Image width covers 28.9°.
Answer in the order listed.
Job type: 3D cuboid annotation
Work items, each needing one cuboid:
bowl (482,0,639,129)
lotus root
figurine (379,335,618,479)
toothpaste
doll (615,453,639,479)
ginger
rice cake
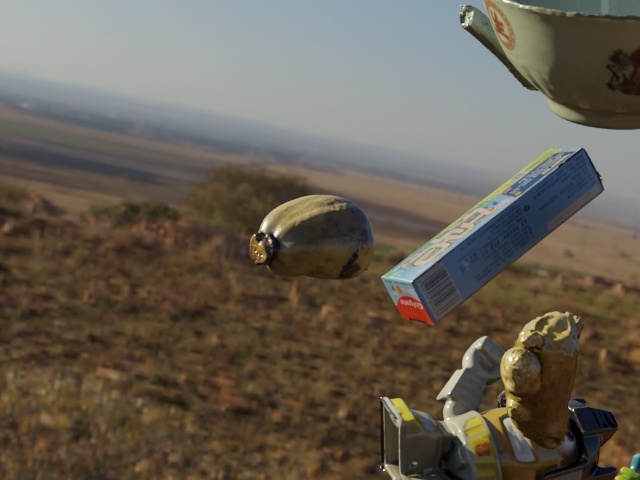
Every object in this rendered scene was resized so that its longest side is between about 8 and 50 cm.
[{"bbox_3d":[0.340,-0.223,1.422,0.337,0.157,0.337,0,24,0],"label":"bowl"},{"bbox_3d":[0.000,0.000,2.071,0.257,0.140,0.154,-8,45,-42],"label":"lotus root"},{"bbox_3d":[0.220,0.266,1.535,0.308,0.308,0.143,10,-14,-16],"label":"figurine"},{"bbox_3d":[0.135,-0.007,1.002,0.193,0.044,0.070,-36,18,-20],"label":"toothpaste"},{"bbox_3d":[0.396,0.449,1.771,0.099,0.346,0.341,23,43,31],"label":"doll"},{"bbox_3d":[0.240,0.142,1.349,0.081,0.115,0.205,5,-29,16],"label":"ginger"},{"bbox_3d":[0.242,-0.253,1.640,0.033,0.033,0.208,16,-9,42],"label":"rice cake"}]
